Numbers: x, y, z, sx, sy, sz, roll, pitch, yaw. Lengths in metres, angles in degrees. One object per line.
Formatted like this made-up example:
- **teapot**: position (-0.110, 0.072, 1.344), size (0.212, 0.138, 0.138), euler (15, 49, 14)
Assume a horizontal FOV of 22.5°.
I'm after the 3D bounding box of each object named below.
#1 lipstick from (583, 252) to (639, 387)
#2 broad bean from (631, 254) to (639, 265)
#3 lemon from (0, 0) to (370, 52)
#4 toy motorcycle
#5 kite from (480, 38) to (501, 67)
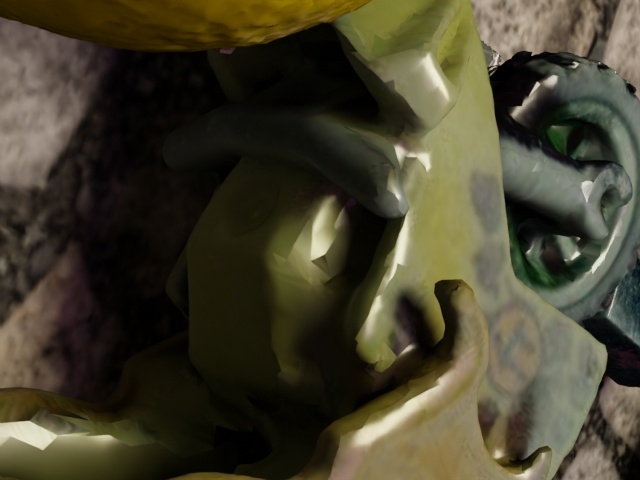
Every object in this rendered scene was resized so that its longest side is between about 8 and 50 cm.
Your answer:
- **lipstick**: position (0.111, -0.004, 0.855), size (0.312, 0.051, 0.051), euler (37, 65, -42)
- **broad bean**: position (0.094, 0.134, 0.832), size (0.056, 0.098, 0.318), euler (9, 112, -8)
- **lemon**: position (-0.037, -0.174, 0.513), size (0.219, 0.240, 0.241), euler (17, 86, -59)
- **toy motorcycle**: position (-0.011, 0.058, 0.621), size (0.237, 0.168, 0.410), euler (48, 67, -32)
- **kite**: position (0.001, 0.000, 0.729), size (0.141, 0.015, 0.245), euler (15, 94, -31)
